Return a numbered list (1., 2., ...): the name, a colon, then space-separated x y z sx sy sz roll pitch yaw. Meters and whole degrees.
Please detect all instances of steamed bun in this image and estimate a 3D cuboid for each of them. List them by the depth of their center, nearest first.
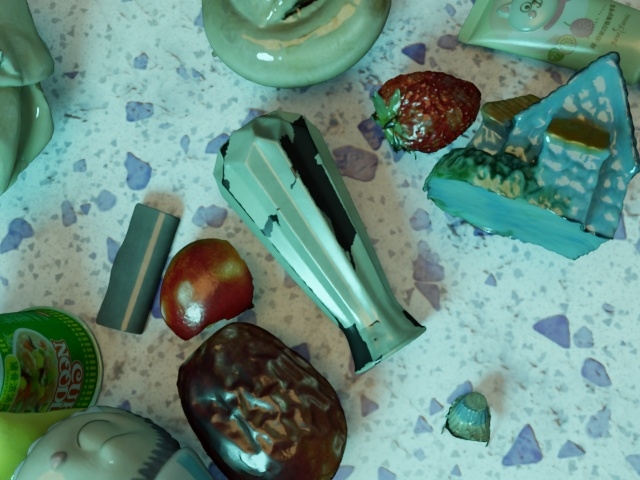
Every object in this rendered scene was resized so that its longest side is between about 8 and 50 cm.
1. steamed bun: -0.531 -0.190 1.053 0.342 0.255 0.367 -13 51 24

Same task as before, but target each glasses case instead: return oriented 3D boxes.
1. glasses case: -0.273 0.042 1.091 0.072 0.042 0.190 16 85 18

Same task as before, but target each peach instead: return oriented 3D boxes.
1. peach: -0.170 0.067 1.041 0.118 0.151 0.151 -9 77 -38

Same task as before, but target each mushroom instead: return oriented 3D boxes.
1. mushroom: -0.048 -0.365 0.986 0.293 0.290 0.292 -2 82 13

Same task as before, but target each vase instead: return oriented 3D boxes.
1. vase: 0.000 0.000 1.004 0.165 0.165 0.360 -33 82 2

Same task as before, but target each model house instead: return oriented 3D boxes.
1. model house: 0.280 -0.127 0.920 0.226 0.261 0.241 23 87 10

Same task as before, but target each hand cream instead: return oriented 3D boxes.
1. hand cream: 0.362 -0.295 1.031 0.306 0.093 0.147 25 85 20

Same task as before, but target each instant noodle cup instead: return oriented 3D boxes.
1. instant noodle cup: -0.442 0.184 0.995 0.207 0.233 0.207 -1 82 8

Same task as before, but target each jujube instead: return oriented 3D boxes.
1. jujube: -0.075 0.227 0.966 0.183 0.183 0.243 -41 85 1

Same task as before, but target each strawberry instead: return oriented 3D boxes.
1. strawberry: 0.151 -0.184 1.017 0.148 0.131 0.131 -35 79 4

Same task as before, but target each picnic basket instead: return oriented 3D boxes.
1. picnic basket: 0.199 0.243 0.987 0.065 0.083 0.083 8 127 8

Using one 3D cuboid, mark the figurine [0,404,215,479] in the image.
1. figurine: -0.243 0.409 0.879 0.378 0.266 0.361 19 104 31
